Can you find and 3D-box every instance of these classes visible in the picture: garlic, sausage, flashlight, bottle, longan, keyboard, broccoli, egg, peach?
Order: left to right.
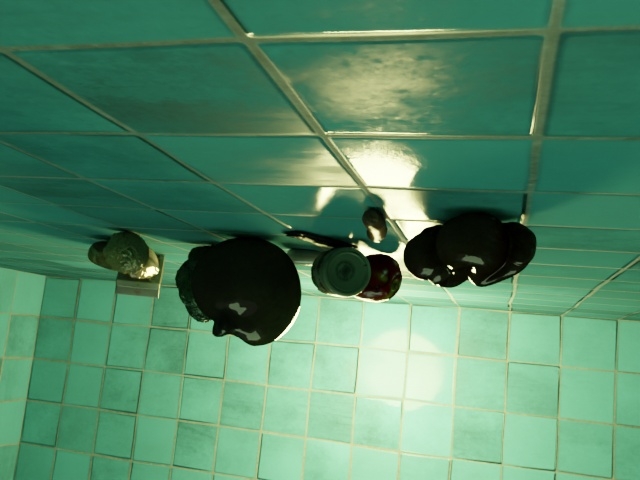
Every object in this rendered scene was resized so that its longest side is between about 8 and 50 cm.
[{"bbox_3d":[-0.522,0.034,1.788,0.116,0.118,0.140,5,-175,-39],"label":"egg"},{"bbox_3d":[-0.581,0.053,2.001,0.218,0.110,0.228,14,172,12],"label":"garlic"},{"bbox_3d":[-0.279,0.121,1.925,0.270,0.269,0.270,0,-161,33],"label":"broccoli"},{"bbox_3d":[-0.182,0.125,1.680,0.301,0.300,0.243,11,147,-31],"label":"longan"},{"bbox_3d":[0.000,0.002,1.588,0.197,0.015,0.074,14,168,-43],"label":"keyboard"},{"bbox_3d":[0.005,0.054,1.818,0.201,0.047,0.093,4,170,4],"label":"flashlight"},{"bbox_3d":[0.038,0.080,1.643,0.121,0.120,0.253,7,174,-10],"label":"bottle"},{"bbox_3d":[0.128,0.094,1.749,0.172,0.127,0.092,4,167,24],"label":"peach"},{"bbox_3d":[0.104,-0.025,1.267,0.043,0.043,0.186,4,171,8],"label":"sausage"}]

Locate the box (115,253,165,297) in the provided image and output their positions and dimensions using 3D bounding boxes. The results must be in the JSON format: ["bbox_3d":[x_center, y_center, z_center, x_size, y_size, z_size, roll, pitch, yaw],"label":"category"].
[{"bbox_3d":[-0.589,0.108,2.179,0.141,0.058,0.201,8,-155,-10],"label":"box"}]

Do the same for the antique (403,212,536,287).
[{"bbox_3d":[0.248,0.019,1.211,0.144,0.121,0.257,12,168,-24],"label":"antique"}]
